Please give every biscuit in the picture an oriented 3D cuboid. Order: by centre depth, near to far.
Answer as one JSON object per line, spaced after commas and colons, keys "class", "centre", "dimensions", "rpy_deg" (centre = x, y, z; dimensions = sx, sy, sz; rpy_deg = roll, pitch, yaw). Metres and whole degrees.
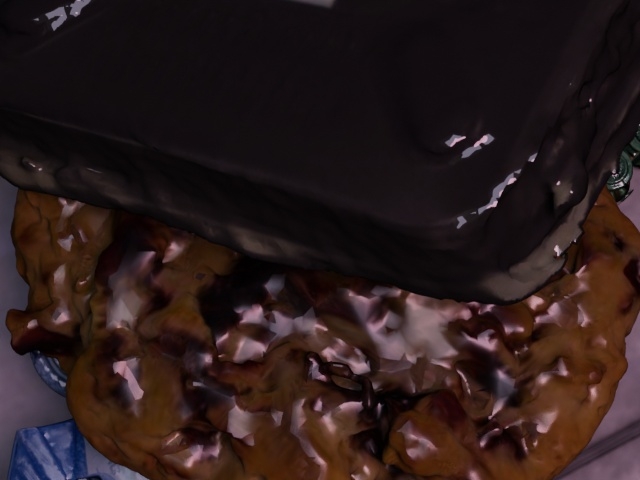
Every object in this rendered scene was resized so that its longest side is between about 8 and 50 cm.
{"class": "biscuit", "centre": [-0.002, 0.003, 1.006], "dimensions": [0.334, 0.081, 0.289], "rpy_deg": [29, 67, 17]}

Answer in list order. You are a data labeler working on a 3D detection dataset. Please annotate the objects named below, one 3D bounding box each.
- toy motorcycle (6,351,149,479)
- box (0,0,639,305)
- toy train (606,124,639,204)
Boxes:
{"class": "toy motorcycle", "centre": [-0.104, 0.149, 1.035], "dimensions": [0.135, 0.092, 0.254], "rpy_deg": [10, 82, 1]}
{"class": "box", "centre": [0.021, -0.156, 0.977], "dimensions": [0.350, 0.091, 0.359], "rpy_deg": [17, 65, 30]}
{"class": "toy train", "centre": [0.164, -0.068, 1.082], "dimensions": [0.103, 0.044, 0.064], "rpy_deg": [-44, 75, -4]}
